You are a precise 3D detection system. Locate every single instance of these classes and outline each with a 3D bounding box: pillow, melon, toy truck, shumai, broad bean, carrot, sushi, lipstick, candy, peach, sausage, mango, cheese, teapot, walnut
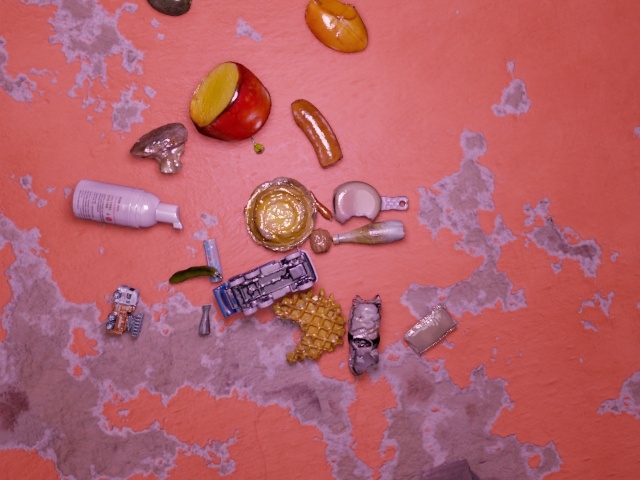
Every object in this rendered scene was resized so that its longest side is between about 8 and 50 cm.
[{"bbox_3d":[0.422,0.341,1.841,0.208,0.053,0.119,-40,99,0],"label":"pillow"},{"bbox_3d":[-0.525,-0.849,1.677,0.168,0.114,0.114,13,93,-2],"label":"melon"},{"bbox_3d":[-0.198,0.152,1.732,0.368,0.175,0.146,-22,96,-1],"label":"toy truck"},{"bbox_3d":[-0.555,-0.319,1.709,0.210,0.161,0.152,-37,119,-22],"label":"shumai"},{"bbox_3d":[-0.457,0.125,1.756,0.227,0.039,0.069,-3,67,21],"label":"broad bean"},{"bbox_3d":[-0.001,-0.128,1.797,0.035,0.035,0.142,-41,91,0],"label":"carrot"},{"bbox_3d":[0.163,0.355,1.789,0.124,0.130,0.331,1,94,-3],"label":"sushi"},{"bbox_3d":[-0.397,0.073,1.779,0.048,0.048,0.157,-10,94,-3],"label":"lipstick"},{"bbox_3d":[-0.250,-0.373,1.770,0.035,0.035,0.123,-33,86,-32],"label":"candy"},{"bbox_3d":[-0.309,-0.459,1.655,0.275,0.248,0.245,-41,118,8],"label":"peach"},{"bbox_3d":[-0.015,-0.396,1.745,0.109,0.109,0.270,-34,95,-1],"label":"sausage"},{"bbox_3d":[0.061,-0.765,1.714,0.252,0.126,0.153,32,80,-12],"label":"mango"},{"bbox_3d":[0.184,-0.137,1.783,0.287,0.082,0.163,3,95,-4],"label":"cheese"},{"bbox_3d":[-0.430,0.294,1.798,0.043,0.043,0.110,5,89,-4],"label":"teapot"},{"bbox_3d":[0.000,0.000,1.784,0.079,0.083,0.096,-3,93,-31],"label":"walnut"},{"bbox_3d":[-0.706,0.256,1.758,0.115,0.080,0.177,12,94,-9],"label":"toy truck"}]

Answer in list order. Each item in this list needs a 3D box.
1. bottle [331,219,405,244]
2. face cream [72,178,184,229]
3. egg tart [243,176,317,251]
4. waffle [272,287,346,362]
[{"bbox_3d":[0.176,-0.023,1.791,0.270,0.083,0.083,-7,94,3],"label":"bottle"},{"bbox_3d":[-0.662,-0.116,1.705,0.370,0.145,0.145,10,93,-5],"label":"face cream"},{"bbox_3d":[-0.146,-0.098,1.748,0.279,0.095,0.278,0,85,2],"label":"egg tart"},{"bbox_3d":[-0.029,0.318,1.778,0.260,0.069,0.292,-17,111,-4],"label":"waffle"}]
